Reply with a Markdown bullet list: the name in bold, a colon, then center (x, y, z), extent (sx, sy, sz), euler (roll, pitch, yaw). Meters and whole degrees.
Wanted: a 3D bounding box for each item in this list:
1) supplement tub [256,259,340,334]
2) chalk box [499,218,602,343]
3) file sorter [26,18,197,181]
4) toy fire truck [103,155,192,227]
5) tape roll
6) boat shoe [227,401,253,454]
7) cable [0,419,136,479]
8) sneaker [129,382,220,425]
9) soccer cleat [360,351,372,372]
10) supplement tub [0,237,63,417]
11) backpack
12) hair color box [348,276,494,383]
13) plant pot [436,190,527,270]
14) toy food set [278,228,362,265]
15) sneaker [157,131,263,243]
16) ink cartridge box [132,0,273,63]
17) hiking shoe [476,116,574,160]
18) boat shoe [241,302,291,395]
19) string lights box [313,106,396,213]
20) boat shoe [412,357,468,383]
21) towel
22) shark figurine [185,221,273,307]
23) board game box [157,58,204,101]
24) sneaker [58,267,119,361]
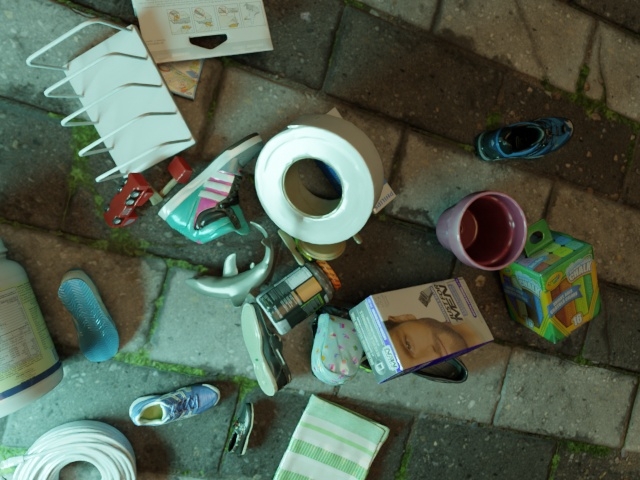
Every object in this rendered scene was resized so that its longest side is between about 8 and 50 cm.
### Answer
- **supplement tub**: center (-0.051, 0.132, 1.267), extent (0.190, 0.117, 0.117), euler (-35, 102, -12)
- **chalk box**: center (0.607, 0.088, 1.386), extent (0.180, 0.179, 0.289), euler (-29, 116, -12)
- **file sorter**: center (-0.431, -0.282, 1.077), extent (0.192, 0.173, 0.278), euler (-25, 101, 12)
- **toy fire truck**: center (-0.391, -0.108, 1.169), extent (0.192, 0.135, 0.047), euler (-47, 72, 25)
- **tape roll**: center (-0.003, -0.138, 1.178), extent (0.285, 0.100, 0.287), euler (10, 121, 17)
- **boat shoe**: center (-0.196, 0.466, 1.279), extent (0.041, 0.049, 0.133), euler (14, 94, -24)
- **cable**: center (-0.547, 0.540, 1.164), extent (0.256, 0.089, 0.257), euler (-23, 100, -14)
- **sneaker**: center (-0.340, 0.395, 1.218), extent (0.211, 0.081, 0.080), euler (-12, 95, -16)
- **soccer cleat**: center (0.098, 0.293, 1.350), extent (0.178, 0.060, 0.072), euler (28, 84, -13)
- **supplement tub**: center (-0.685, 0.178, 1.028), extent (0.235, 0.235, 0.325), euler (-19, 98, -14)
- **backpack**: center (0.042, 0.258, 1.256), extent (0.151, 0.115, 0.182), euler (17, 65, -2)
- **hair color box**: center (0.254, 0.211, 1.273), extent (0.338, 0.110, 0.185), euler (-7, 65, -36)
- **plant pot**: center (0.403, -0.029, 1.355), extent (0.201, 0.180, 0.202), euler (-1, 93, -15)
- **toy food set**: center (0.000, 0.000, 1.288), extent (0.191, 0.039, 0.132), euler (-18, 58, -26)
- **sneaker**: center (-0.209, -0.098, 1.203), extent (0.295, 0.124, 0.178), euler (-42, 98, -2)
- **ink cartridge box**: center (-0.278, -0.545, 1.189), extent (0.295, 0.066, 0.262), euler (-12, 96, -15)
- **hiking shoe**: center (0.588, -0.276, 1.418), extent (0.303, 0.132, 0.113), euler (-16, 97, -15)
- **boat shoe**: center (-0.135, 0.260, 1.279), extent (0.079, 0.084, 0.233), euler (-21, 96, -36)
- **string lights box**: center (0.060, -0.185, 1.271), extent (0.076, 0.133, 0.260), euler (-41, 103, -16)
- **boat shoe**: center (0.251, 0.288, 1.364), extent (0.340, 0.113, 0.127), euler (37, 84, -14)
- **towel**: center (0.016, 0.600, 1.354), extent (0.247, 0.038, 0.325), euler (27, 86, -15)
- **shark figurine**: center (-0.171, 0.092, 1.183), extent (0.278, 0.116, 0.166), euler (-36, 119, 29)
- **board game box**: center (-0.357, -0.398, 1.197), extent (0.154, 0.026, 0.104), euler (15, 89, -16)
- **sneaker**: center (-0.513, 0.168, 1.157), extent (0.087, 0.092, 0.229), euler (-16, 117, -17)
